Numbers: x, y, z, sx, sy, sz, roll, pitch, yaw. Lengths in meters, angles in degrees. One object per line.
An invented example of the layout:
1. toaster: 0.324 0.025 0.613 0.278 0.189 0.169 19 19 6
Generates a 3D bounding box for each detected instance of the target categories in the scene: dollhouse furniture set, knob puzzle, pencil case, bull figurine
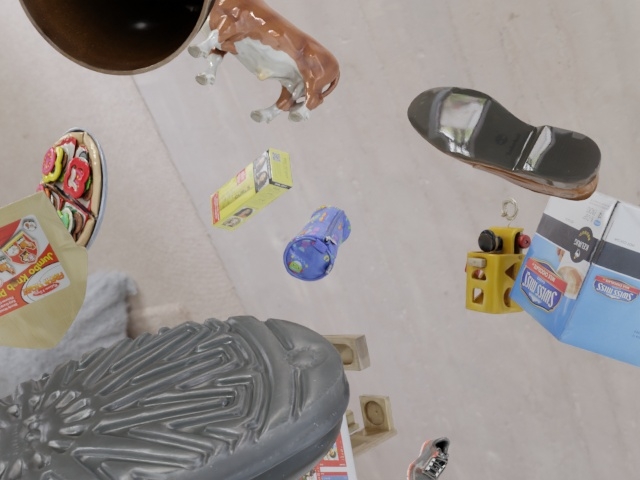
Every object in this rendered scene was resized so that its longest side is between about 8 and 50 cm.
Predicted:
1. dollhouse furniture set: 0.008 0.227 1.029 0.144 0.123 0.151 -7 94 44
2. knob puzzle: -0.394 0.054 0.914 0.213 0.213 0.030 65 170 -16
3. pencil case: 0.000 0.000 1.781 0.133 0.306 0.119 -41 96 21
4. bull figurine: -0.111 -0.309 1.102 0.310 0.188 0.101 29 153 -12

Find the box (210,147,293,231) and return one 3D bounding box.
1. box: -0.153 -0.107 1.522 0.232 0.058 0.087 -31 56 43

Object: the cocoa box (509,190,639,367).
1. cocoa box: 0.531 0.075 1.126 0.347 0.231 0.228 18 101 -8

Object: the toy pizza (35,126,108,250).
1. toy pizza: -0.369 -0.066 1.007 0.201 0.032 0.201 -6 81 43

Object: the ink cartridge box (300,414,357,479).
1. ink cartridge box: -0.113 0.290 0.807 0.130 0.309 0.271 -44 46 41

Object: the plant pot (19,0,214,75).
1. plant pot: -0.203 -0.322 0.815 0.215 0.230 0.215 3 114 6

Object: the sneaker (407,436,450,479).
1. sneaker: 0.224 0.452 1.413 0.061 0.158 0.065 42 127 -6

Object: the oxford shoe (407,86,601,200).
1. oxford shoe: 0.179 -0.092 0.710 0.212 0.076 0.076 33 172 31

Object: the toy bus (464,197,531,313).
1. toy bus: 0.335 0.046 1.356 0.191 0.104 0.202 -60 45 39

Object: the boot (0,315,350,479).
1. boot: -0.119 0.301 0.506 0.146 0.367 0.445 -122 16 -62
